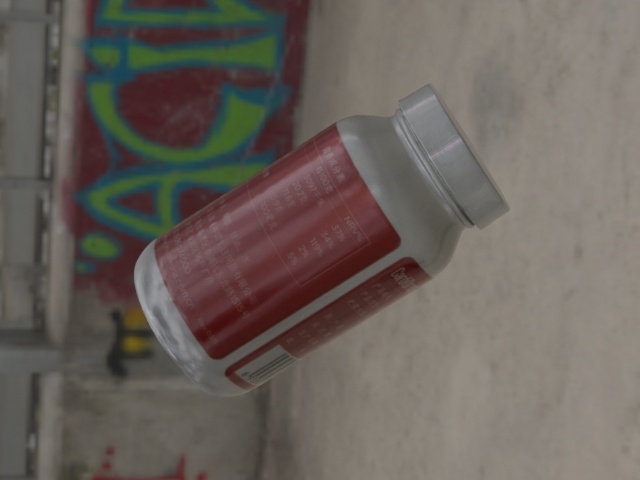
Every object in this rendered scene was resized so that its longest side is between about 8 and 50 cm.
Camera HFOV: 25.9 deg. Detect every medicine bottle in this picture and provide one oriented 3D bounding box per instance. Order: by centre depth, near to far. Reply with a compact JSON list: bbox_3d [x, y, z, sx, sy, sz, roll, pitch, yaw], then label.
[{"bbox_3d":[0.000,0.000,0.982,0.131,0.250,0.131,55,-171,-13],"label":"medicine bottle"}]
